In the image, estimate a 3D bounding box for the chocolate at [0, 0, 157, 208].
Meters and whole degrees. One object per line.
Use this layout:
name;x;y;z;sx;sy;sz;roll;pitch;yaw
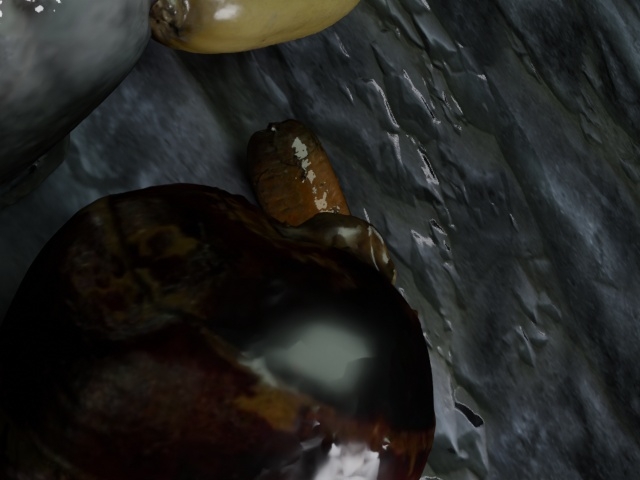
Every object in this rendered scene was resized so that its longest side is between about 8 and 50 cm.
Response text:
chocolate;-0.184;-0.180;0.589;0.303;0.213;0.303;35;40;-35

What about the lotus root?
lotus root;-0.047;-0.218;0.874;0.146;0.130;0.303;61;32;-4

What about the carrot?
carrot;0.000;0.000;0.850;0.060;0.060;0.186;-35;102;-57

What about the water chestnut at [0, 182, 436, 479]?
water chestnut;-0.062;0.087;0.592;0.223;0.238;0.224;23;16;-7
